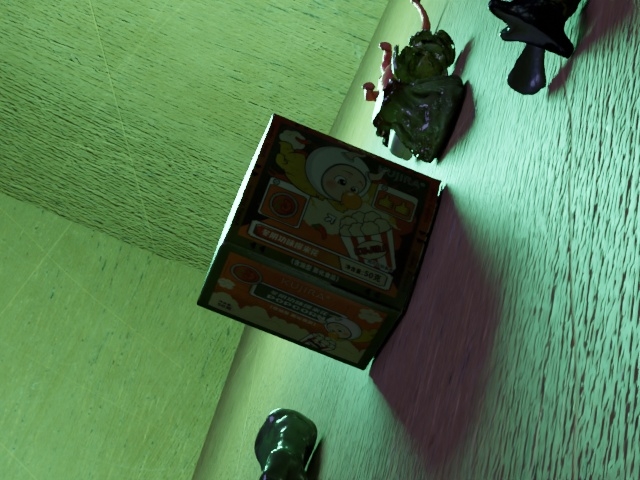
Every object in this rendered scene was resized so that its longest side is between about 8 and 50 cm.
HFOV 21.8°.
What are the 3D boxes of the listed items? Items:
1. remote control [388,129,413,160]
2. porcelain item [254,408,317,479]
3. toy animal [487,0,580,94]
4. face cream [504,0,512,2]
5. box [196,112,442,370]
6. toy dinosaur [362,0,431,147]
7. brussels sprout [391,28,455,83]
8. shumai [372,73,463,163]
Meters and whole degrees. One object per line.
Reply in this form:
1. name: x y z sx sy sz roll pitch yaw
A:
1. remote control: 0.116 -0.164 2.145 0.221 0.042 0.078 -79 11 -69
2. porcelain item: -0.045 0.262 1.832 0.081 0.069 0.216 -63 4 17
3. toy animal: 0.189 -0.220 1.320 0.105 0.070 0.202 29 -102 -75
4. face cream: 0.202 -0.268 1.722 0.115 0.020 0.038 -77 10 -50
5. box: 0.000 0.000 1.722 0.148 0.195 0.177 118 173 -55
6. toy dinosaur: 0.120 -0.229 2.481 0.286 0.070 0.139 -70 -18 -46
7. brussels sprout: 0.133 -0.225 2.069 0.058 0.085 0.085 -70 3 -57
8. shumai: 0.106 -0.147 1.877 0.124 0.087 0.099 -75 6 -68
